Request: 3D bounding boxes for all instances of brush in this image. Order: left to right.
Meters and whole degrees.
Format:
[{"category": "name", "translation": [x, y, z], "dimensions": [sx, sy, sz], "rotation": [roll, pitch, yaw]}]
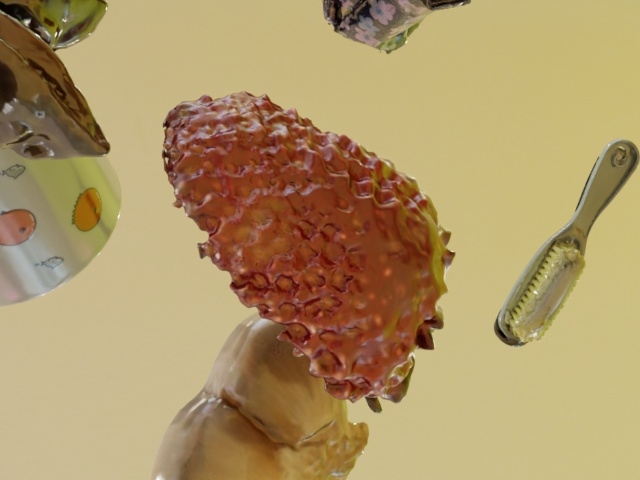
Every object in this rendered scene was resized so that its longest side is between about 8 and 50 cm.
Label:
[{"category": "brush", "translation": [0.310, 0.009, 1.436], "dimensions": [0.068, 0.060, 0.296], "rotation": [27, -82, -15]}]

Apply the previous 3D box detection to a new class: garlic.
[{"category": "garlic", "translation": [-0.044, 0.126, 0.782], "dimensions": [0.124, 0.099, 0.174], "rotation": [31, -102, -40]}]

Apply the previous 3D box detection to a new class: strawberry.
[{"category": "strawberry", "translation": [0.005, -0.001, 0.687], "dimensions": [0.208, 0.087, 0.167], "rotation": [31, -128, -36]}]

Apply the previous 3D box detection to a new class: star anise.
[{"category": "star anise", "translation": [-0.273, -0.132, 0.725], "dimensions": [0.315, 0.108, 0.315], "rotation": [13, -125, -19]}]

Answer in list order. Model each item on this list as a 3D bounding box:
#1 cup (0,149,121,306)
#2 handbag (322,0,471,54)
[{"category": "cup", "translation": [-0.333, -0.112, 1.056], "dimensions": [0.212, 0.212, 0.317], "rotation": [-59, -29, -27]}, {"category": "handbag", "translation": [0.082, -0.266, 0.912], "dimensions": [0.127, 0.208, 0.228], "rotation": [19, -105, -16]}]
